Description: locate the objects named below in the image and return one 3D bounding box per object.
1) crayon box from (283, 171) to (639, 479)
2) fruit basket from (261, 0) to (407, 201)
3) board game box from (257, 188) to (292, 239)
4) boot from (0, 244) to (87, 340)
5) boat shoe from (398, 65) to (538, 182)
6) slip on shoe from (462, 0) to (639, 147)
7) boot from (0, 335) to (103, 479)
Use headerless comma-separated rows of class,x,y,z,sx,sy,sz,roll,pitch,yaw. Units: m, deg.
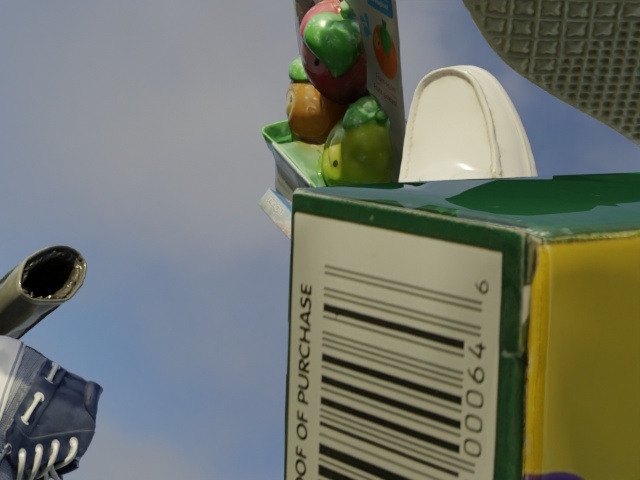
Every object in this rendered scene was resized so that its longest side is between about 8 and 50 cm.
crayon box,0.138,0.160,0.469,0.106,0.313,0.363,13,-77,52
fruit basket,0.019,-0.160,1.585,0.327,0.165,0.353,-130,-156,-57
board game box,0.000,0.000,1.235,0.090,0.020,0.090,29,13,-41
boot,-0.330,0.099,1.358,0.208,0.190,0.076,-27,-73,34
boat shoe,0.092,-0.003,1.004,0.098,0.096,0.277,-14,-110,31
slip on shoe,0.196,-0.153,0.959,0.123,0.331,0.101,-27,-131,35
boot,-0.196,0.139,0.946,0.086,0.190,0.069,26,-58,-13
